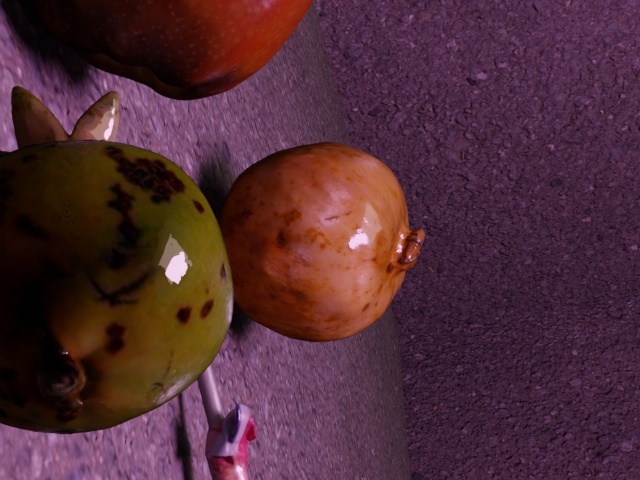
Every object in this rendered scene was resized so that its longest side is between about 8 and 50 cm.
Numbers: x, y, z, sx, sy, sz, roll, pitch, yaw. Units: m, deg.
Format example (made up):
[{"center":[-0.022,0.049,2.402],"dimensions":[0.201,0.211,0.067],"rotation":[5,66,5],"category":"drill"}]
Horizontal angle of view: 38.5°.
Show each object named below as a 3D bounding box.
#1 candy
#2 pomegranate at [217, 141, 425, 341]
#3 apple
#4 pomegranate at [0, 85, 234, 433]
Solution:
[{"center":[-0.082,0.181,0.800],"dimensions":[0.124,0.124,0.365],"rotation":[51,22,-73],"category":"candy"},{"center":[0.000,0.000,1.034],"dimensions":[0.248,0.248,0.248],"rotation":[-10,90,-82],"category":"pomegranate"},{"center":[-0.110,-0.212,0.666],"dimensions":[0.230,0.230,0.229],"rotation":[-10,90,-82],"category":"apple"},{"center":[-0.132,-0.002,0.466],"dimensions":[0.156,0.156,0.220],"rotation":[65,0,-61],"category":"pomegranate"}]
